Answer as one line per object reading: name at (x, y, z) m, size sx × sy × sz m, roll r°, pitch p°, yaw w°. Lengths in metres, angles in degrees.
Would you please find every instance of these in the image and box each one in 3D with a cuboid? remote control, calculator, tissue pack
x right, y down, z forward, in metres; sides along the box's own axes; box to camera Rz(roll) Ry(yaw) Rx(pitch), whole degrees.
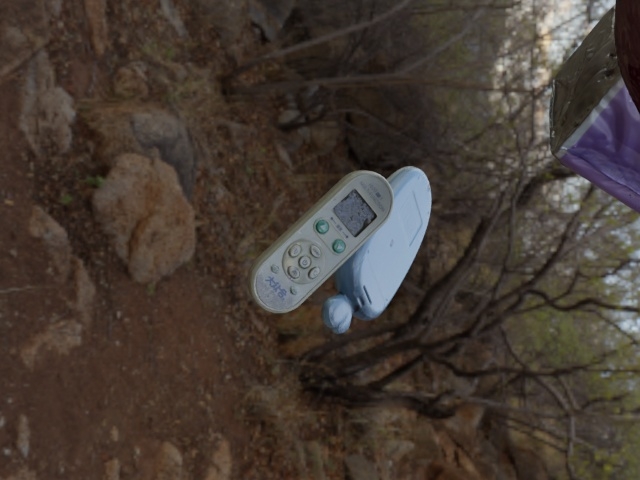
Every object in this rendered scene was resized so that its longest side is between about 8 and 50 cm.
remote control at (0.000, 0.000, 0.950) m, size 0.078 × 0.221 × 0.042 m, roll 49°, pitch -10°, yaw -17°
calculator at (0.093, 0.017, 1.189) m, size 0.303 × 0.042 × 0.188 m, roll -58°, pitch 147°, yaw -25°
tissue pack at (0.441, -0.115, 0.894) m, size 0.160 × 0.338 × 0.242 m, roll -55°, pitch -173°, yaw 34°

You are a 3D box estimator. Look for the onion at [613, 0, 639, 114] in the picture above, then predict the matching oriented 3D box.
onion at (0.291, -0.126, 0.437) m, size 0.272 × 0.230 × 0.256 m, roll -51°, pitch 153°, yaw -27°
